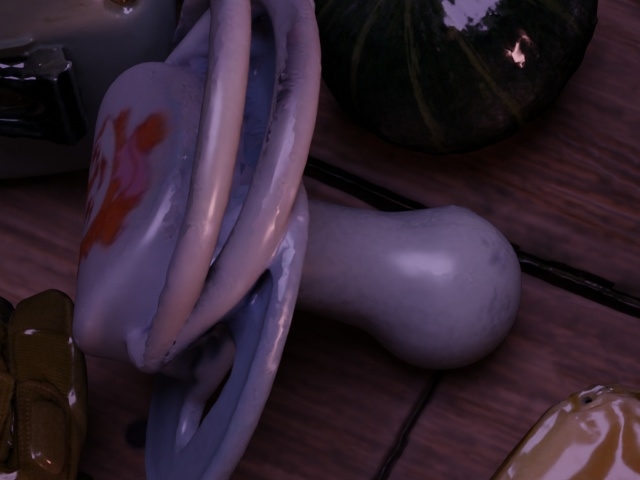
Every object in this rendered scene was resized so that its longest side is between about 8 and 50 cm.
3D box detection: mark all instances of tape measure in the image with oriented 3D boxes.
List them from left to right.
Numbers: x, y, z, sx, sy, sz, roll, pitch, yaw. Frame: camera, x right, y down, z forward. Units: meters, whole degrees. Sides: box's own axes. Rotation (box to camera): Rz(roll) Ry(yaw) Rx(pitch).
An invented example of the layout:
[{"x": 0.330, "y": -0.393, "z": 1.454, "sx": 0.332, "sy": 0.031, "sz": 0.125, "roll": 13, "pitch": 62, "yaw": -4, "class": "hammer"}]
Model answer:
[{"x": -0.198, "y": -0.123, "z": 0.971, "sx": 0.246, "sy": 0.243, "sz": 0.125, "roll": -6, "pitch": 59, "yaw": 4, "class": "tape measure"}]

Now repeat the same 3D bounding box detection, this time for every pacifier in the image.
[{"x": 0.000, "y": 0.000, "z": 0.905, "sx": 0.233, "sy": 0.244, "sz": 0.299, "roll": 16, "pitch": 51, "yaw": -21, "class": "pacifier"}]

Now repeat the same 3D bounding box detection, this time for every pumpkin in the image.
[{"x": 0.075, "y": -0.129, "z": 1.009, "sx": 0.167, "sy": 0.125, "sz": 0.167, "roll": -20, "pitch": 43, "yaw": 20, "class": "pumpkin"}]

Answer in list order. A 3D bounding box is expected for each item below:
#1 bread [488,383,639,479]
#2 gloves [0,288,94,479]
[{"x": 0.182, "y": 0.177, "z": 0.813, "sx": 0.241, "sy": 0.107, "sz": 0.136, "roll": 32, "pitch": 70, "yaw": 24, "class": "bread"}, {"x": -0.210, "y": 0.157, "z": 0.849, "sx": 0.154, "sy": 0.141, "sz": 0.331, "roll": 30, "pitch": 72, "yaw": -3, "class": "gloves"}]
